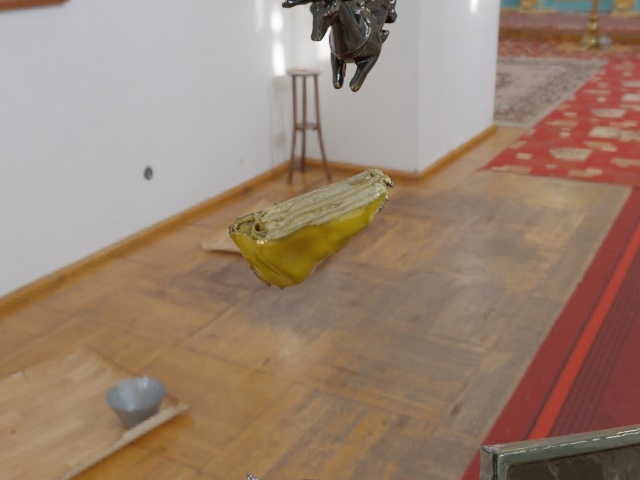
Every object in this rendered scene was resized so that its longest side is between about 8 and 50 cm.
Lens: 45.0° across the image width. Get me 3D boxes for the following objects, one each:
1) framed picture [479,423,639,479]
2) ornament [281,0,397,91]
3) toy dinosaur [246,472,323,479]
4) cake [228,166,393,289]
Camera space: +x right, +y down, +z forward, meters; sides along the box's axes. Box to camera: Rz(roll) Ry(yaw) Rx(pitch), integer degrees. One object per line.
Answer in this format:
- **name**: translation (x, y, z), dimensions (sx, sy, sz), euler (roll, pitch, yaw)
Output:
- **framed picture**: translation (0.231, 0.326, 0.646), dimensions (0.247, 0.335, 0.022), euler (0, 2, -27)
- **ornament**: translation (0.030, -0.305, 0.866), dimensions (0.080, 0.202, 0.236), euler (12, -11, 21)
- **toy dinosaur**: translation (0.021, 0.424, 1.077), dimensions (0.294, 0.077, 0.162), euler (36, 40, -19)
- **cake**: translation (0.001, 0.002, 0.840), dimensions (0.184, 0.116, 0.080), euler (-19, 37, 0)
